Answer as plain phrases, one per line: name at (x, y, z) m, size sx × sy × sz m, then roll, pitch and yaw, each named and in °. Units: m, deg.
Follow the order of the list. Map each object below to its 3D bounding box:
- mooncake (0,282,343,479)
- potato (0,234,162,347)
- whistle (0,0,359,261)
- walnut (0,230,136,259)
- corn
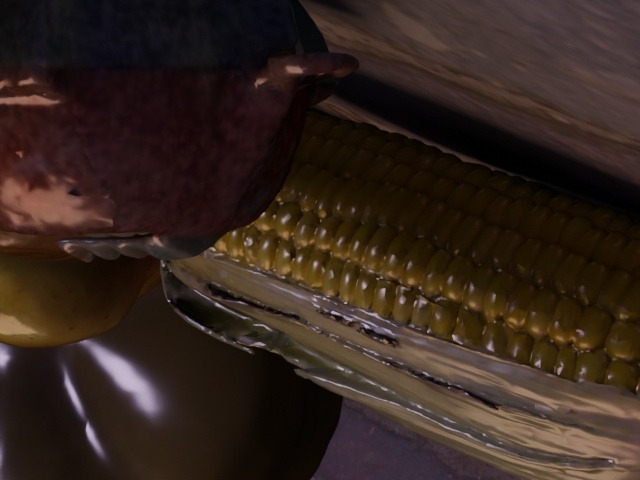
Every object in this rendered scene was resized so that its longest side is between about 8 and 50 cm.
mooncake at (-0.212, 0.072, 1.210) m, size 0.467 × 0.467 × 0.262 m, roll 27°, pitch 172°, yaw 18°
potato at (-0.158, -0.039, 0.952) m, size 0.173 × 0.140 × 0.300 m, roll 10°, pitch -152°, yaw 6°
whistle at (-0.126, -0.057, 0.558) m, size 0.346 × 0.142 × 0.134 m, roll 0°, pitch 116°, yaw 39°
walnut at (-0.156, -0.074, 0.752) m, size 0.207 × 0.167 × 0.167 m, roll 23°, pitch 175°, yaw 44°
corn at (0.052, 0.021, 0.662) m, size 0.305 × 0.123 × 0.122 m, roll 24°, pitch -172°, yaw 33°
